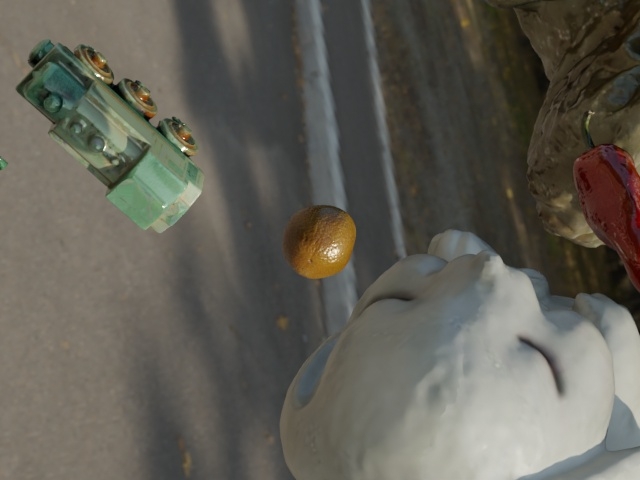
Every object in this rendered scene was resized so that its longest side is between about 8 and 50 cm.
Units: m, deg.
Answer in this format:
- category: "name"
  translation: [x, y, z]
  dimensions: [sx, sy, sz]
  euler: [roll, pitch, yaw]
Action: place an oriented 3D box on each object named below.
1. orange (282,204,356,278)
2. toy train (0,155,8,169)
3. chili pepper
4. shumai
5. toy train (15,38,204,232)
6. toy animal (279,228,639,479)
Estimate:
- category: "orange"
  translation: [0.000, 0.000, 1.206]
  dimensions: [0.085, 0.085, 0.085]
  euler: [-15, 90, -76]
- category: "toy train"
  translation: [-0.336, -0.102, 0.953]
  dimensions: [0.083, 0.132, 0.200]
  euler: [-47, 159, -25]
- category: "chili pepper"
  translation: [0.222, -0.020, 0.878]
  dimensions: [0.059, 0.050, 0.191]
  euler: [46, 25, -48]
- category: "shumai"
  translation: [0.267, -0.154, 1.113]
  dimensions: [0.262, 0.267, 0.314]
  euler: [56, 1, 22]
- category: "toy train"
  translation: [-0.187, -0.098, 1.058]
  dimensions: [0.194, 0.081, 0.125]
  euler: [42, 16, -18]
- category: "toy animal"
  translation: [0.099, 0.106, 0.686]
  dimensions: [0.265, 0.271, 0.206]
  euler: [-1, 109, -62]
